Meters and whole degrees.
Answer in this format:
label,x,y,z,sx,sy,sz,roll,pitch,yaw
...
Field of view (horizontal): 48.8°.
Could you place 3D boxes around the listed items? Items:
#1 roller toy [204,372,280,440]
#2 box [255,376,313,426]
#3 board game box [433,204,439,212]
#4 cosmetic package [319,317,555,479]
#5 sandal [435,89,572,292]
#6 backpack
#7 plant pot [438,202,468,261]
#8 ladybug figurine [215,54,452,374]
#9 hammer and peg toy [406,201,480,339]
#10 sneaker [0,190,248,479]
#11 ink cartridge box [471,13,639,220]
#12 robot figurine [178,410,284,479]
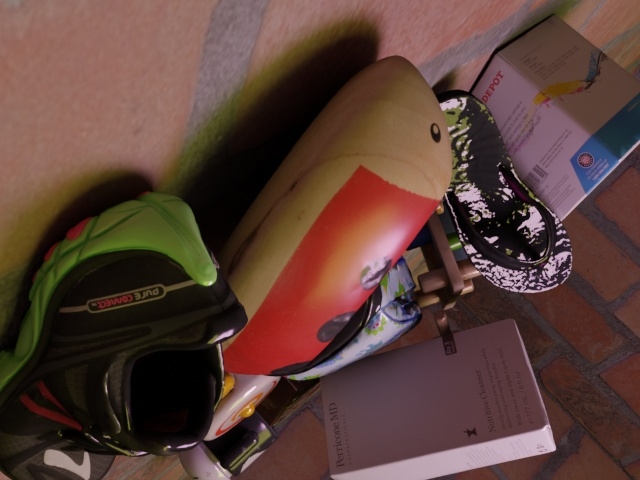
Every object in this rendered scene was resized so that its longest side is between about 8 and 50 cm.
label,x,y,z,sx,sy,sz,roll,pitch,yaw
roller toy,-0.171,0.256,1.267,0.191,0.146,0.209,-32,162,-40
box,-0.074,0.244,1.461,0.169,0.167,0.203,-33,163,-36
board game box,0.089,-0.058,1.108,0.186,0.126,0.026,-31,162,-40
cosmetic package,0.205,0.309,1.295,0.385,0.217,0.156,-18,144,12
sandal,0.294,-0.045,1.176,0.168,0.445,0.107,-36,-151,10
backpack,0.040,0.111,1.276,0.290,0.273,0.355,-36,-175,19
plant pot,0.440,-0.051,1.976,0.290,0.195,0.290,-41,167,-12
ladybug figurine,0.000,0.000,0.834,0.449,0.162,0.305,-53,180,21
hammer and peg toy,0.240,0.049,1.392,0.128,0.361,0.266,-18,164,1
sneaker,-0.221,0.166,0.737,0.185,0.202,0.482,-29,160,-44
ink cartridge box,0.422,-0.220,1.264,0.197,0.270,0.198,-37,165,-30
robot figurine,-0.219,0.485,1.760,0.278,0.173,0.209,-40,153,-14
